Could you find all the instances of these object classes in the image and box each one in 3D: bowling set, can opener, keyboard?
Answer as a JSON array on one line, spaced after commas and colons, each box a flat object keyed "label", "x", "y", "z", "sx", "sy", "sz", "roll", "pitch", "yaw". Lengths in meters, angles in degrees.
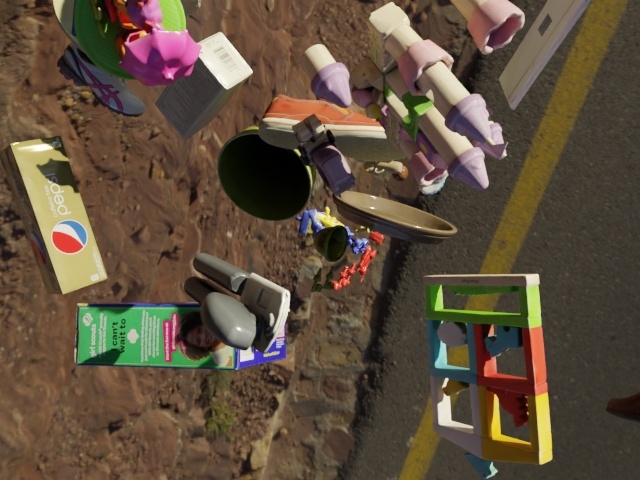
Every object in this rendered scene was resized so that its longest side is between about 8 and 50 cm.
[{"label": "bowling set", "x": 0.196, "y": -0.271, "z": 1.743, "sx": 0.154, "sy": 0.287, "sz": 0.200, "roll": 7, "pitch": 131, "yaw": 23}, {"label": "can opener", "x": -0.119, "y": 0.064, "z": 0.673, "sx": 0.093, "sy": 0.280, "sz": 0.074, "roll": 23, "pitch": 87, "yaw": -28}, {"label": "keyboard", "x": 0.327, "y": -0.302, "z": 0.775, "sx": 0.014, "sy": 0.072, "sz": 0.256, "roll": 3, "pitch": 149, "yaw": -11}]

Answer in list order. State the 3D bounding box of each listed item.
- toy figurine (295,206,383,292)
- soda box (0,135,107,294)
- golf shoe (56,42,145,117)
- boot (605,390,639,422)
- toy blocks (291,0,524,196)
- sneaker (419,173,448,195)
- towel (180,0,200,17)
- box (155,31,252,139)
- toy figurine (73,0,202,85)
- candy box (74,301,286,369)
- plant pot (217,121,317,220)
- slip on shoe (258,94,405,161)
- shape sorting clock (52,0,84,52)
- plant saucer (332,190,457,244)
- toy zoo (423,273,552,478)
[{"label": "toy figurine", "x": 0.000, "y": 0.000, "z": 1.451, "sx": 0.217, "sy": 0.362, "sz": 0.191, "roll": 29, "pitch": 106, "yaw": 23}, {"label": "soda box", "x": -0.321, "y": -0.029, "z": 0.650, "sx": 0.058, "sy": 0.061, "sz": 0.181, "roll": -24, "pitch": 103, "yaw": -42}, {"label": "golf shoe", "x": -0.432, "y": -0.325, "z": 1.097, "sx": 0.086, "sy": 0.067, "sz": 0.186, "roll": -35, "pitch": 126, "yaw": 29}, {"label": "boot", "x": 0.734, "y": 0.250, "z": 1.150, "sx": 0.096, "sy": 0.264, "sz": 0.280, "roll": 18, "pitch": 68, "yaw": -14}, {"label": "toy blocks", "x": 0.146, "y": -0.155, "z": 0.777, "sx": 0.309, "sy": 0.288, "sz": 0.260, "roll": -30, "pitch": 70, "yaw": -3}, {"label": "sneaker", "x": 0.366, "y": -0.219, "z": 1.636, "sx": 0.071, "sy": 0.083, "sz": 0.191, "roll": 41, "pitch": 97, "yaw": 14}, {"label": "towel", "x": -0.433, "y": -0.708, "z": 1.570, "sx": 0.187, "sy": 0.282, "sz": 0.049, "roll": -37, "pitch": 93, "yaw": -11}, {"label": "box", "x": -0.345, "y": -0.437, "z": 1.562, "sx": 0.148, "sy": 0.121, "sz": 0.311, "roll": 51, "pitch": 142, "yaw": -10}, {"label": "toy figurine", "x": -0.187, "y": -0.237, "z": 0.577, "sx": 0.130, "sy": 0.159, "sz": 0.173, "roll": -22, "pitch": 130, "yaw": -22}, {"label": "candy box", "x": -0.256, "y": 0.182, "z": 1.050, "sx": 0.317, "sy": 0.268, "sz": 0.122, "roll": -3, "pitch": 81, "yaw": 13}, {"label": "plant pot", "x": -0.113, "y": -0.251, "z": 1.572, "sx": 0.274, "sy": 0.293, "sz": 0.275, "roll": 10, "pitch": 128, "yaw": 13}, {"label": "slip on shoe", "x": 0.043, "y": -0.231, "z": 1.087, "sx": 0.331, "sy": 0.123, "sz": 0.101, "roll": 9, "pitch": 75, "yaw": 6}, {"label": "shape sorting clock", "x": -0.358, "y": -0.390, "z": 0.946, "sx": 0.040, "sy": 0.206, "sz": 0.206, "roll": -23, "pitch": 118, "yaw": 45}, {"label": "plant saucer", "x": 0.154, "y": -0.049, "z": 1.164, "sx": 0.278, "sy": 0.278, "sz": 0.041, "roll": 13, "pitch": 103, "yaw": -10}, {"label": "toy zoo", "x": 0.236, "y": 0.196, "z": 0.787, "sx": 0.030, "sy": 0.192, "sz": 0.293, "roll": -3, "pitch": 88, "yaw": -35}]
